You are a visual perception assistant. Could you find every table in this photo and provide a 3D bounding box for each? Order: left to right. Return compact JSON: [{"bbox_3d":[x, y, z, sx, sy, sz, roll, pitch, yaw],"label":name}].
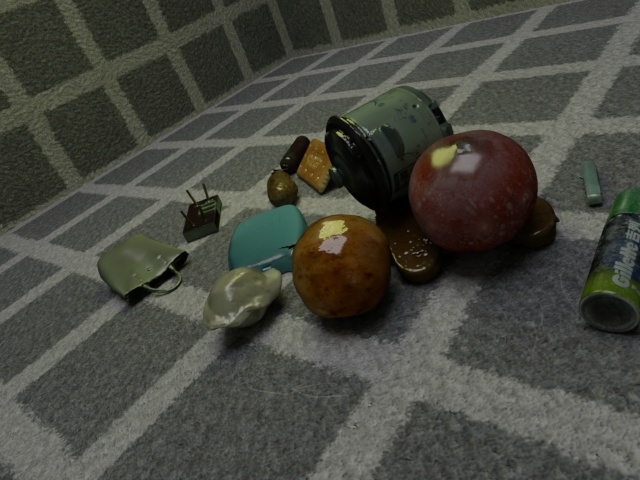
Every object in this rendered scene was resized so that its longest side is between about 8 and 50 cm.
[{"bbox_3d":[-0.442,-0.112,1.783,0.121,0.111,0.240,-20,30,2],"label":"table"}]

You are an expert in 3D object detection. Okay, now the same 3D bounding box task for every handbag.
[{"bbox_3d":[-0.557,0.085,1.554,0.315,0.109,0.241,16,48,43],"label":"handbag"}]

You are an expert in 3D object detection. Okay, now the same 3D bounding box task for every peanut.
[{"bbox_3d":[-0.135,-0.180,1.709,0.108,0.095,0.226,-8,25,-7],"label":"peanut"}]

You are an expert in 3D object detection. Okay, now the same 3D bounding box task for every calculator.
[{"bbox_3d":[-0.160,0.000,1.475,0.255,0.055,0.386,-20,29,4],"label":"calculator"}]

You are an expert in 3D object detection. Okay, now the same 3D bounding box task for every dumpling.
[{"bbox_3d":[-0.187,0.138,1.192,0.162,0.132,0.250,-12,21,30],"label":"dumpling"}]

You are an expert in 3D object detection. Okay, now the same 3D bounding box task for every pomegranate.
[{"bbox_3d":[0.043,0.056,1.083,0.248,0.248,0.248,-17,30,10],"label":"pomegranate"}]

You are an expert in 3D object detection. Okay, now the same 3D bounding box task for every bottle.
[{"bbox_3d":[0.564,0.023,0.909,0.093,0.093,0.330,5,40,39],"label":"bottle"}]

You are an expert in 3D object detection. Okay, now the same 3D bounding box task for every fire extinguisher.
[{"bbox_3d":[-0.116,-0.332,1.958,0.089,0.072,0.268,0,35,19],"label":"fire extinguisher"}]

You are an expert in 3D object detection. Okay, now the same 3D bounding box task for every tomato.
[{"bbox_3d":[0.319,-0.116,1.040,0.269,0.227,0.271,-14,45,14],"label":"tomato"}]

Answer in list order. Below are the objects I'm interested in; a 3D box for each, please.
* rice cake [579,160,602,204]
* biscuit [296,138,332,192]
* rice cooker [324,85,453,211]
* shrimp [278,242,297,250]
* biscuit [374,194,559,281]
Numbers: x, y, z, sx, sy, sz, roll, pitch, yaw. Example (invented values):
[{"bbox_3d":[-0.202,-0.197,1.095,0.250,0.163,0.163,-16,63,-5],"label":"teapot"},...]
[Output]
[{"bbox_3d":[0.649,-0.140,1.179,0.042,0.031,0.180,-7,32,28],"label":"rice cake"},{"bbox_3d":[-0.012,-0.273,1.744,0.160,0.030,0.250,-64,29,11],"label":"biscuit"},{"bbox_3d":[0.153,-0.223,1.215,0.316,0.265,0.317,-29,7,4],"label":"rice cooker"},{"bbox_3d":[0.000,0.000,1.314,0.232,0.090,0.079,-10,44,-13],"label":"shrimp"},{"bbox_3d":[0.330,-0.066,1.212,0.393,0.076,0.368,-19,40,9],"label":"biscuit"}]
